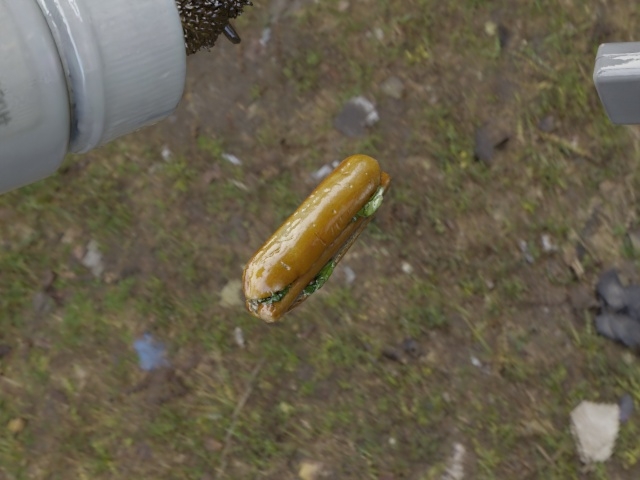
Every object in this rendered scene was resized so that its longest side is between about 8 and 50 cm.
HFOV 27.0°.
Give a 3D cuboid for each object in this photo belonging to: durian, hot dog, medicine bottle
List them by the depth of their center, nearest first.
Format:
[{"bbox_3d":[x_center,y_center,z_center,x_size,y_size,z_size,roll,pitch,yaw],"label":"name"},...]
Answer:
[{"bbox_3d":[-0.309,-0.127,1.056,0.371,0.211,0.211,-26,53,-31],"label":"medicine bottle"},{"bbox_3d":[0.000,0.000,1.537,0.068,0.100,0.249,28,59,24],"label":"hot dog"},{"bbox_3d":[-0.169,-0.314,1.697,0.167,0.196,0.196,0,66,53],"label":"durian"}]

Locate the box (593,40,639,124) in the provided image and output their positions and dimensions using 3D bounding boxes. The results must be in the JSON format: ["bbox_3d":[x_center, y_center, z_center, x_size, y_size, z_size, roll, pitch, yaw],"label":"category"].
[{"bbox_3d":[0.426,-0.174,1.454,0.243,0.103,0.055,1,58,29],"label":"box"}]
